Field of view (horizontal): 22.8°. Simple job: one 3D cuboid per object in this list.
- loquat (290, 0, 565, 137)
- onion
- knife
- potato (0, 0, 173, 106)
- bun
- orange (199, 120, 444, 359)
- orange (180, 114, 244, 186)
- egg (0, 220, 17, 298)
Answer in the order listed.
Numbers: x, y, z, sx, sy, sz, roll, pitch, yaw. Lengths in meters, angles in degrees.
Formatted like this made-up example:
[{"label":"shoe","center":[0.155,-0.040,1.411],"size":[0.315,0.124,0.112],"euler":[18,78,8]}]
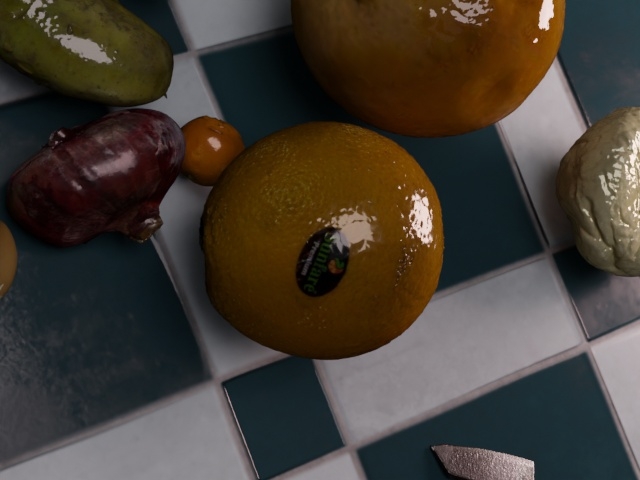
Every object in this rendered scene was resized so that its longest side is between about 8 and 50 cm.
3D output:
[{"label":"loquat","center":[0.125,-0.277,1.859],"size":[0.328,0.328,0.328],"euler":[7,73,-25]},{"label":"onion","center":[-0.232,-0.069,1.713],"size":[0.206,0.098,0.151],"euler":[-38,83,-17]},{"label":"knife","center":[0.232,0.285,1.916],"size":[0.230,0.028,0.060],"euler":[20,56,-18]},{"label":"potato","center":[-0.273,-0.221,1.744],"size":[0.251,0.113,0.149],"euler":[30,28,-19]},{"label":"bun","center":[0.375,-0.055,2.016],"size":[0.220,0.134,0.220],"euler":[2,88,-51]},{"label":"orange","center":[0.000,0.000,1.741],"size":[0.274,0.274,0.274],"euler":[7,73,-25]},{"label":"orange","center":[-0.128,-0.102,1.807],"size":[0.083,0.083,0.083],"euler":[7,73,-25]},{"label":"egg","center":[-0.356,0.019,1.659],"size":[0.080,0.080,0.096],"euler":[15,73,-22]}]
